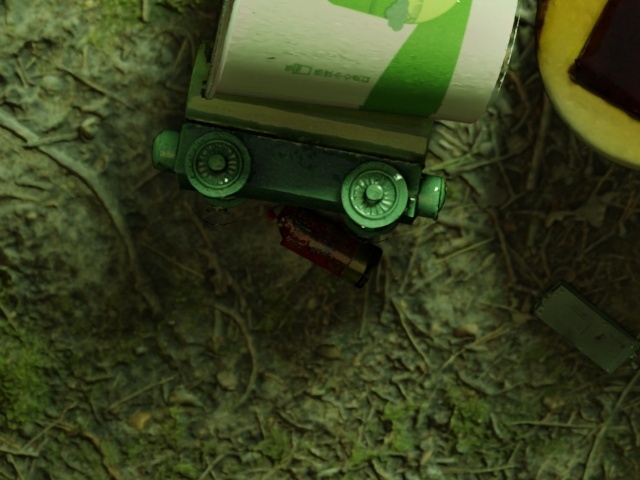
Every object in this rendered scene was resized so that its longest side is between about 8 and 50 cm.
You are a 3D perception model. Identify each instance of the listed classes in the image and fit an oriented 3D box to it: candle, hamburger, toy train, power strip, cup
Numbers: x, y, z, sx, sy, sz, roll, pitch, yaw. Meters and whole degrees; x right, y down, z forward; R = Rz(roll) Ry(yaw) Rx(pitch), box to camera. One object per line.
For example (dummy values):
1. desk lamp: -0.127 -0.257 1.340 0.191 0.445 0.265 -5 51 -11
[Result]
1. candle: 0.000 0.000 1.957 0.130 0.052 0.052 30 114 -6
2. hamburger: 0.343 -0.198 1.752 0.302 0.170 0.302 6 106 22
3. toy train: -0.016 -0.104 1.886 0.307 0.126 0.190 10 76 2
4. power strip: 0.292 0.098 1.983 0.136 0.019 0.051 37 112 -10
5. cup: 0.039 -0.228 1.755 0.273 0.253 0.253 14 116 -8
